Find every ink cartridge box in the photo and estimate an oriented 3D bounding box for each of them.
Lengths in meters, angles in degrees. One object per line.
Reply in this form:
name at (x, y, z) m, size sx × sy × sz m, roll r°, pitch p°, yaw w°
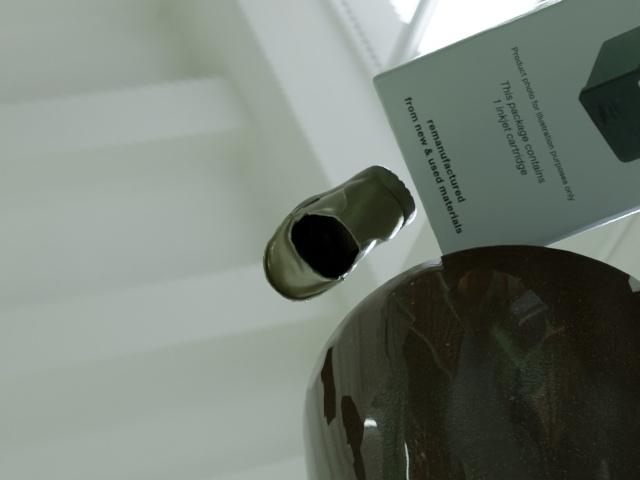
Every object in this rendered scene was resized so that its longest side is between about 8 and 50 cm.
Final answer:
ink cartridge box at (0.197, -0.097, 0.972) m, size 0.211 × 0.289 × 0.122 m, roll -38°, pitch -74°, yaw -76°

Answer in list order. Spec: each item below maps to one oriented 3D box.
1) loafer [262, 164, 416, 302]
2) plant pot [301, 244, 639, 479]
loafer at (0.000, 0.000, 1.044) m, size 0.050 × 0.148 × 0.056 m, roll -35°, pitch -94°, yaw -36°
plant pot at (0.090, 0.147, 0.794) m, size 0.215 × 0.215 × 0.230 m, roll 19°, pitch -155°, yaw -4°
